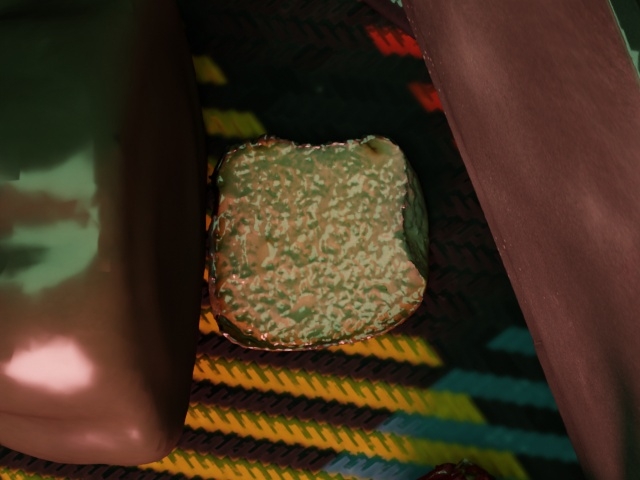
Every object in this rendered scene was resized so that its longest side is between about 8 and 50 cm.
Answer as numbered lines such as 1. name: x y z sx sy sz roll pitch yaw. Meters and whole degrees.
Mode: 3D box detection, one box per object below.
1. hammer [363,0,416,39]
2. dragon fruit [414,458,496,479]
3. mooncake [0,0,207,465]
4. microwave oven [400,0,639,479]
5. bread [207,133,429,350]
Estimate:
1. hammer: 0.065 -0.115 1.100 0.246 0.029 0.103 35 100 9
2. dragon fruit: 0.071 0.218 1.096 0.094 0.094 0.190 -2 104 12
3. mooncake: -0.137 -0.017 1.032 0.135 0.275 0.275 -3 94 9
4. microwave oven: 0.193 -0.118 0.881 0.236 0.374 0.432 -21 88 -9
5. bread: 0.000 0.000 1.115 0.129 0.044 0.126 -4 86 15
